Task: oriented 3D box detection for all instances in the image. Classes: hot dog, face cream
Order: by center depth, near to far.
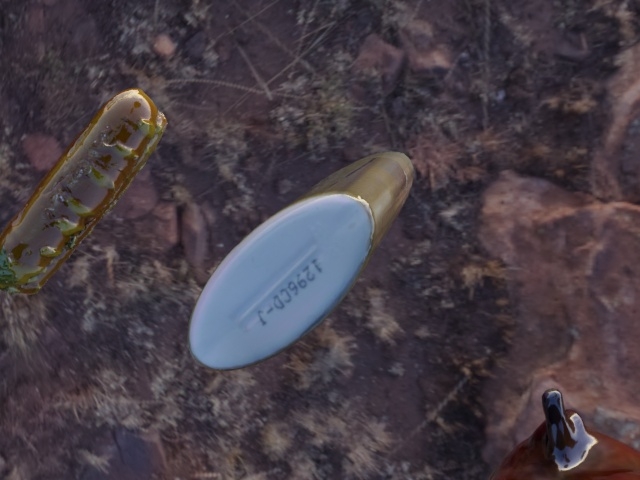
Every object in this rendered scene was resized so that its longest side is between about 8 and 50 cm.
[{"bbox_3d":[0.000,0.000,0.662,0.139,0.285,0.067,-42,91,15],"label":"face cream"},{"bbox_3d":[-0.266,-0.051,1.039,0.072,0.115,0.269,38,92,-5],"label":"hot dog"}]

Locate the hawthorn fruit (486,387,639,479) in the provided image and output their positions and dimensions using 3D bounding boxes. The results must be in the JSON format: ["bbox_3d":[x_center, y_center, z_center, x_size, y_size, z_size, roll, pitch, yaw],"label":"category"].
[{"bbox_3d":[0.157,0.204,0.527,0.208,0.208,0.248,-5,84,-20],"label":"hawthorn fruit"}]
